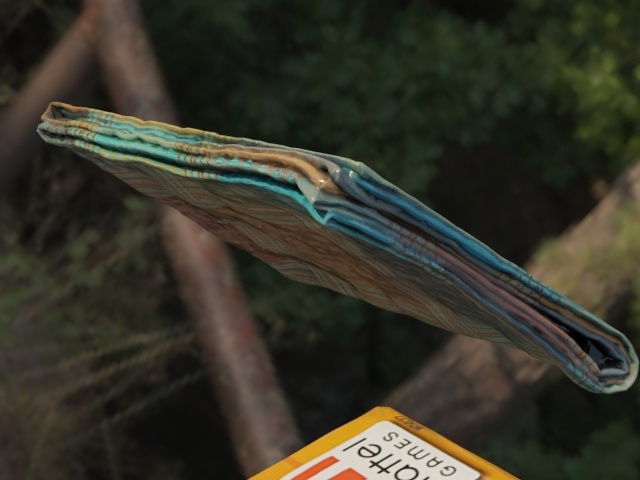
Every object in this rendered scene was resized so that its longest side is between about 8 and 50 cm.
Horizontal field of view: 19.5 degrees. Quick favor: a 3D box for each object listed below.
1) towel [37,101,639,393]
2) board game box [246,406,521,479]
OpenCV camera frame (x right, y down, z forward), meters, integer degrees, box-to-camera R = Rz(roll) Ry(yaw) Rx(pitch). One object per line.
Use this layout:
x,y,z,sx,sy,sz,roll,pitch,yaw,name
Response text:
0.000,0.000,1.191,0.271,0.040,0.370,31,-9,-34,towel
0.019,0.326,0.516,0.356,0.356,0.356,25,-45,51,board game box
